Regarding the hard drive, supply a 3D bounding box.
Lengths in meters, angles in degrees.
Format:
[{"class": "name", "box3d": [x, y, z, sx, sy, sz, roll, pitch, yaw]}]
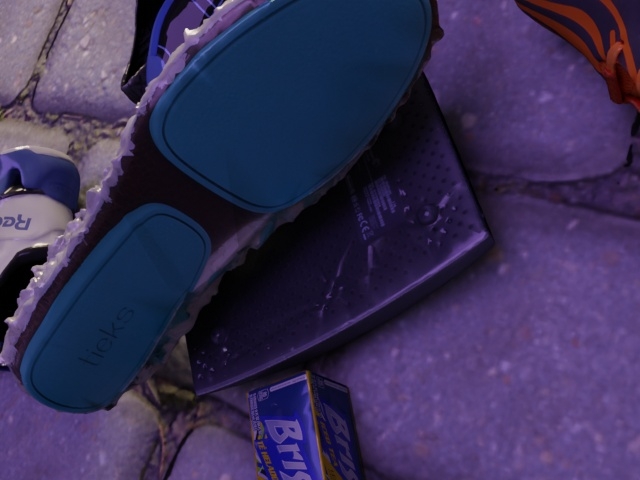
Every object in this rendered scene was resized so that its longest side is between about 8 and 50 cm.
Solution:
[{"class": "hard drive", "box3d": [0.000, 0.000, 0.644, 0.254, 0.054, 0.172, -31, 56, 23]}]

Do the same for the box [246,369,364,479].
[{"class": "box", "box3d": [-0.003, 0.177, 0.571, 0.054, 0.059, 0.169, -24, 60, 23]}]

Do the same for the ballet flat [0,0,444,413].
[{"class": "ballet flat", "box3d": [-0.093, -0.049, 0.616, 0.409, 0.147, 0.147, -46, 52, 14]}]

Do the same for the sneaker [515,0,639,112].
[{"class": "sneaker", "box3d": [0.207, -0.067, 0.480, 0.321, 0.124, 0.180, 35, 92, 39]}]

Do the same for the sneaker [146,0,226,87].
[{"class": "sneaker", "box3d": [-0.074, -0.207, 0.737, 0.090, 0.081, 0.232, 7, 75, 45]}]

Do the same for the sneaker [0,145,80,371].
[{"class": "sneaker", "box3d": [-0.343, 0.066, 0.814, 0.315, 0.127, 0.182, -37, 52, 16]}]

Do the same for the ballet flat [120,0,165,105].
[{"class": "ballet flat", "box3d": [-0.167, -0.211, 0.850, 0.057, 0.049, 0.173, -16, 63, 29]}]
